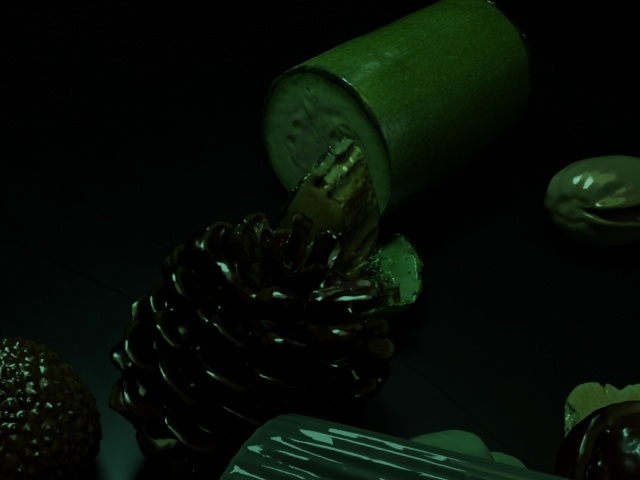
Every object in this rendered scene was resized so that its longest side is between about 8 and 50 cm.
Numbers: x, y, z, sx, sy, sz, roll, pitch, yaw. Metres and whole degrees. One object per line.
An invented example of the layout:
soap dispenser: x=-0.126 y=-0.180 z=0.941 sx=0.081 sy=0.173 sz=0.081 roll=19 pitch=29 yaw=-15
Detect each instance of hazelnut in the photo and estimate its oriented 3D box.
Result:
hazelnut: x=0.324 y=0.233 z=0.817 sx=0.201 sy=0.170 sz=0.160 roll=-7 pitch=-2 yaw=15

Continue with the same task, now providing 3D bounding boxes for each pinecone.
pinecone: x=-0.056 y=0.114 z=0.930 sx=0.298 sy=0.296 sz=0.242 roll=15 pitch=15 yaw=-25

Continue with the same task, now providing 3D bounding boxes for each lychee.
lychee: x=-0.317 y=0.198 z=0.889 sx=0.194 sy=0.195 sz=0.194 roll=1 pitch=39 yaw=-1

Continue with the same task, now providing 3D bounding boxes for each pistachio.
pistachio: x=0.435 y=-0.061 z=1.287 sx=0.215 sy=0.144 sz=0.144 roll=-2 pitch=39 yaw=-15

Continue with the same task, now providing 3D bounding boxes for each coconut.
coconut: x=0.078 y=0.058 z=1.169 sx=0.133 sy=0.055 sz=0.158 roll=-6 pitch=35 yaw=31

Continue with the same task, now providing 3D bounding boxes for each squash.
squash: x=0.134 y=-0.208 z=1.353 sx=0.263 sy=0.263 sz=0.384 roll=31 pitch=46 yaw=31

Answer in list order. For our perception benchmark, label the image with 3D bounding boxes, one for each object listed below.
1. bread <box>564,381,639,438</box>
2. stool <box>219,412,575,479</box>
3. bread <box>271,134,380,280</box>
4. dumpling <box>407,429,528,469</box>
bread: x=0.372 y=0.258 z=0.957 sx=0.181 sy=0.039 sz=0.251 roll=2 pitch=39 yaw=-1
stool: x=0.081 y=0.302 z=0.697 sx=0.329 sy=0.297 sz=0.297 roll=15 pitch=40 yaw=22
bread: x=0.004 y=0.008 z=1.124 sx=0.133 sy=0.252 sz=0.174 roll=33 pitch=41 yaw=1
dumpling: x=0.121 y=0.242 z=0.909 sx=0.219 sy=0.108 sz=0.153 roll=0 pitch=39 yaw=-6
